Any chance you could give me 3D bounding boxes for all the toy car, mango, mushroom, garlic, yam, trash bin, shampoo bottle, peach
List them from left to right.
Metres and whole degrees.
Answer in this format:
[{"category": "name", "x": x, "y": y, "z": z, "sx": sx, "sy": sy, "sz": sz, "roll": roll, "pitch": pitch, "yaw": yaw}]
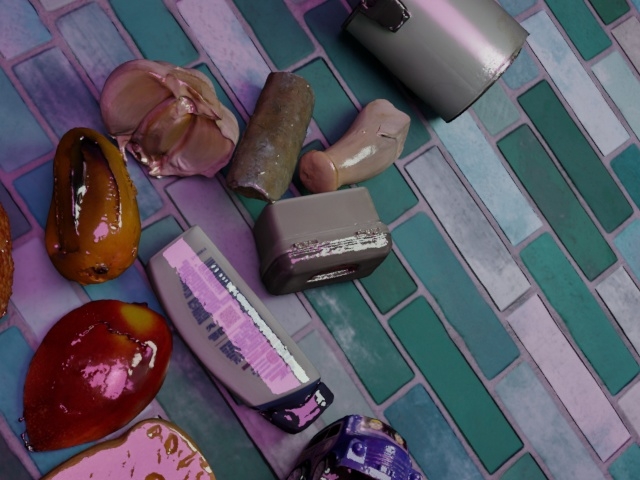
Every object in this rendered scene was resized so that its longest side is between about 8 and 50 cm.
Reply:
[{"category": "mango", "x": -0.349, "y": -0.052, "z": 1.378, "sx": 0.156, "sy": 0.151, "sz": 0.249, "roll": -21, "pitch": 72, "yaw": 17}, {"category": "peach", "x": -0.338, "y": 0.200, "z": 1.358, "sx": 0.189, "sy": 0.068, "sz": 0.279, "roll": 39, "pitch": 67, "yaw": -5}, {"category": "garlic", "x": -0.243, "y": -0.209, "z": 1.465, "sx": 0.229, "sy": 0.178, "sz": 0.143, "roll": 31, "pitch": 35, "yaw": -29}, {"category": "shampoo bottle", "x": -0.134, "y": 0.153, "z": 1.439, "sx": 0.134, "sy": 0.078, "sz": 0.359, "roll": -40, "pitch": 93, "yaw": -21}, {"category": "yam", "x": -0.080, "y": -0.161, "z": 1.503, "sx": 0.106, "sy": 0.106, "sz": 0.259, "roll": 26, "pitch": 58, "yaw": -13}, {"category": "toy car", "x": 0.057, "y": 0.352, "z": 1.383, "sx": 0.172, "sy": 0.235, "sz": 0.158, "roll": 30, "pitch": 56, "yaw": -12}, {"category": "mushroom", "x": 0.070, "y": -0.156, "z": 1.571, "sx": 0.247, "sy": 0.096, "sz": 0.108, "roll": -40, "pitch": 120, "yaw": -34}, {"category": "trash bin", "x": 0.203, "y": -0.375, "z": 1.622, "sx": 0.262, "sy": 0.217, "sz": 0.277, "roll": 42, "pitch": 31, "yaw": -6}]

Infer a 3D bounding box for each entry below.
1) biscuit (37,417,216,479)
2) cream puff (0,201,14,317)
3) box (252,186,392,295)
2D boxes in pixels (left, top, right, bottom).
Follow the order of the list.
[{"category": "biscuit", "x": -0.292, "y": 0.438, "z": 1.319, "sx": 0.343, "sy": 0.057, "sz": 0.287, "roll": -34, "pitch": 90, "yaw": -25}, {"category": "cream puff", "x": -0.569, "y": 0.006, "z": 1.213, "sx": 0.350, "sy": 0.229, "sz": 0.351, "roll": 15, "pitch": 51, "yaw": -18}, {"category": "box", "x": 0.000, "y": 0.000, "z": 1.493, "sx": 0.210, "sy": 0.148, "sz": 0.129, "roll": -10, "pitch": 71, "yaw": -22}]
